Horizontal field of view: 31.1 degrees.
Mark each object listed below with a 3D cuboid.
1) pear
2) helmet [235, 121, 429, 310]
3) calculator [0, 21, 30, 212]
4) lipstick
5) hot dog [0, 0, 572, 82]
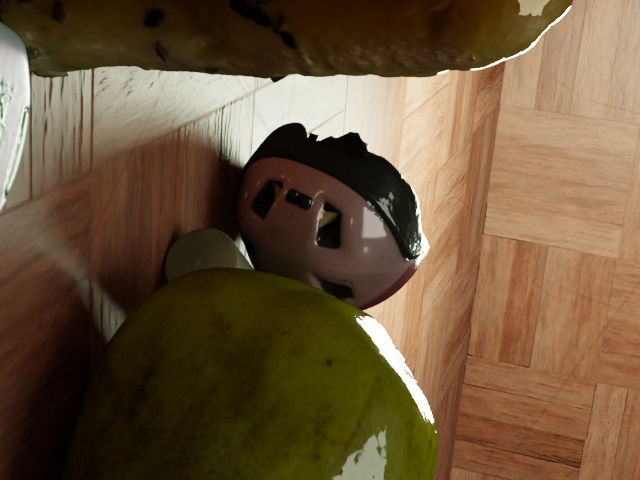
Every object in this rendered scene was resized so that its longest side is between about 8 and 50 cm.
[{"bbox_3d":[-0.069,0.185,0.885,0.375,0.287,0.287,-44,144,-37],"label":"pear"},{"bbox_3d":[0.000,0.000,1.154,0.154,0.198,0.253,-56,162,-31],"label":"helmet"},{"bbox_3d":[-0.224,-0.073,0.581,0.246,0.045,0.141,37,64,-71],"label":"calculator"},{"bbox_3d":[-0.080,0.067,1.121,0.254,0.070,0.070,63,40,-65],"label":"lipstick"},{"bbox_3d":[0.012,-0.262,0.694,0.196,0.365,0.367,29,72,-71],"label":"hot dog"}]
